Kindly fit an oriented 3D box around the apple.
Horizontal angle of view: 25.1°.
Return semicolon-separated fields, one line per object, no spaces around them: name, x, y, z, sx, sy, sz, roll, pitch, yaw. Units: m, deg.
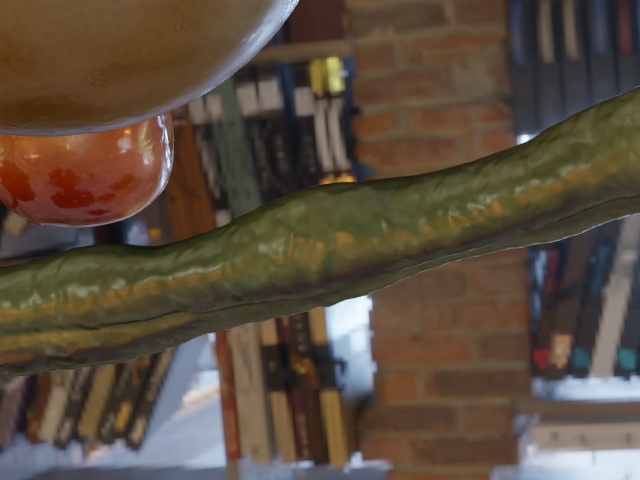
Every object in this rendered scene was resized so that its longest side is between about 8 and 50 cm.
apple;-0.175;-0.085;0.996;0.139;0.163;0.163;-7;-176;-1

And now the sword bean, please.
sword bean;0.001;0.000;0.429;0.269;0.038;0.043;-16;154;27

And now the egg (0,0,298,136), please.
egg;-0.156;-0.196;0.695;0.351;0.282;0.283;18;-165;30
